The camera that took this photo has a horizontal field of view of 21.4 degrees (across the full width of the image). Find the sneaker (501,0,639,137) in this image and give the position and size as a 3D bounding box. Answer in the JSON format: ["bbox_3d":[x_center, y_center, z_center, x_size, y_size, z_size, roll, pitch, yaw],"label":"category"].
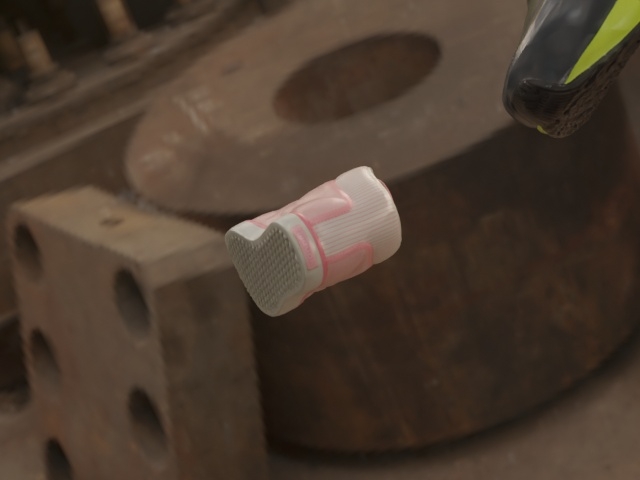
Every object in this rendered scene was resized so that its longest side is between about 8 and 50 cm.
[{"bbox_3d":[0.099,-0.172,0.735,0.121,0.111,0.300,17,54,-6],"label":"sneaker"}]

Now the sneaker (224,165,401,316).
[{"bbox_3d":[0.000,0.000,0.839,0.070,0.051,0.134,-27,2,-18],"label":"sneaker"}]
